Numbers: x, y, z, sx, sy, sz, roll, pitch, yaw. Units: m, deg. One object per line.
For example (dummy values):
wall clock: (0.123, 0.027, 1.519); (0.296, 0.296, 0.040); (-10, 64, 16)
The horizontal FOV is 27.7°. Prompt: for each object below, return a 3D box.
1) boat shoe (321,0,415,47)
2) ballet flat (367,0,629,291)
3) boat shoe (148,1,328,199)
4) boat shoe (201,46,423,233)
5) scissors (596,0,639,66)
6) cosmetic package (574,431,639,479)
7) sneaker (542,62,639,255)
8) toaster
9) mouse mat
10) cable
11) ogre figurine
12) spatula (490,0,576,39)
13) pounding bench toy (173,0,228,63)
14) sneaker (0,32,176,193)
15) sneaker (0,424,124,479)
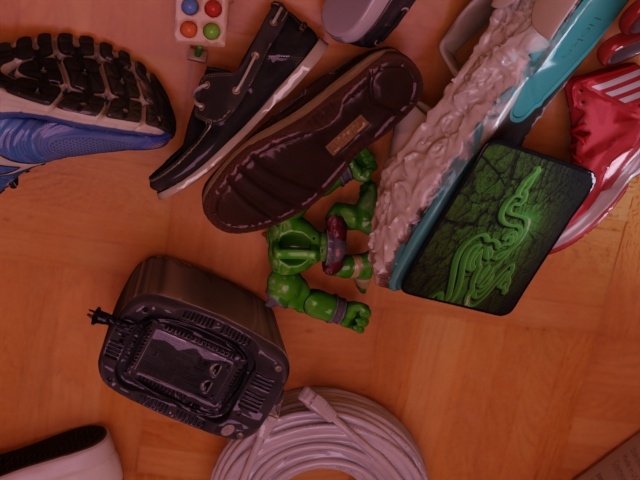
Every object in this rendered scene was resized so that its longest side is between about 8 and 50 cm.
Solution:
boat shoe: (0.095, -0.283, 1.285); (0.076, 0.080, 0.228); (16, 115, -49)
ballet flat: (0.158, -0.140, 1.326); (0.147, 0.147, 0.409); (32, 104, -15)
boat shoe: (-0.097, -0.139, 1.312); (0.079, 0.084, 0.233); (43, 86, -14)
boat shoe: (-0.012, -0.104, 1.325); (0.257, 0.095, 0.095); (-34, 117, 1)
scissors: (0.412, -0.264, 1.331); (0.297, 0.109, 0.021); (-28, 69, -13)
cosmetic package: (0.538, 0.395, 1.443); (0.327, 0.329, 0.393); (-41, 108, 11)
sneaker: (0.273, -0.097, 1.374); (0.128, 0.087, 0.221); (44, 91, -9)
toaster: (-0.143, 0.106, 1.385); (0.227, 0.146, 0.129); (24, 108, -13)
mouse mat: (0.181, -0.008, 1.317); (0.153, 0.007, 0.189); (14, 118, -32)
cable: (-0.002, 0.295, 1.502); (0.257, 0.089, 0.257); (32, 108, -15)
ogre figurine: (0.000, 0.000, 1.381); (0.118, 0.097, 0.197); (-1, 124, -15)
spatula: (0.229, -0.322, 1.231); (0.019, 0.168, 0.242); (25, 100, -40)
pounding bench toy: (-0.120, -0.212, 1.303); (0.052, 0.065, 0.083); (4, 112, -5)
sneaker: (-0.312, -0.120, 1.313); (0.330, 0.130, 0.147); (2, 135, -11)
sneaker: (-0.363, 0.310, 1.476); (0.290, 0.106, 0.123); (-15, 110, 1)
